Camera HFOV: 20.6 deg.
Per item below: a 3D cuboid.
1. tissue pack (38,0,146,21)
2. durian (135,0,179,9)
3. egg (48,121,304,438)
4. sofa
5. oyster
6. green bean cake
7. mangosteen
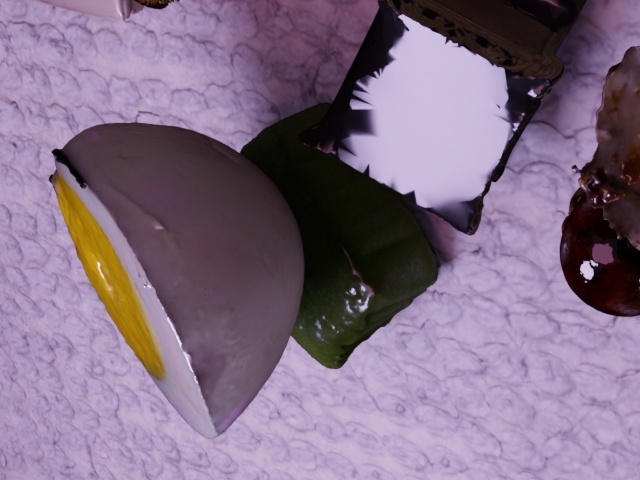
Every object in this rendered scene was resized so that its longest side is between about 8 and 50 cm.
[{"bbox_3d":[-0.282,-0.416,1.956,0.170,0.071,0.325,16,126,40],"label":"tissue pack"},{"bbox_3d":[-0.176,-0.327,1.851,0.158,0.137,0.168,28,132,53],"label":"durian"},{"bbox_3d":[-0.118,0.014,1.756,0.337,0.201,0.337,55,168,18],"label":"egg"},{"bbox_3d":[0.124,-0.166,1.637,0.200,0.182,0.258,30,137,7],"label":"sofa"},{"bbox_3d":[0.375,-0.044,1.430,0.337,0.133,0.198,34,134,26],"label":"oyster"},{"bbox_3d":[0.000,0.000,1.884,0.248,0.125,0.222,57,142,10],"label":"green bean cake"},{"bbox_3d":[0.269,-0.001,1.596,0.140,0.140,0.140,27,132,34],"label":"mangosteen"}]
